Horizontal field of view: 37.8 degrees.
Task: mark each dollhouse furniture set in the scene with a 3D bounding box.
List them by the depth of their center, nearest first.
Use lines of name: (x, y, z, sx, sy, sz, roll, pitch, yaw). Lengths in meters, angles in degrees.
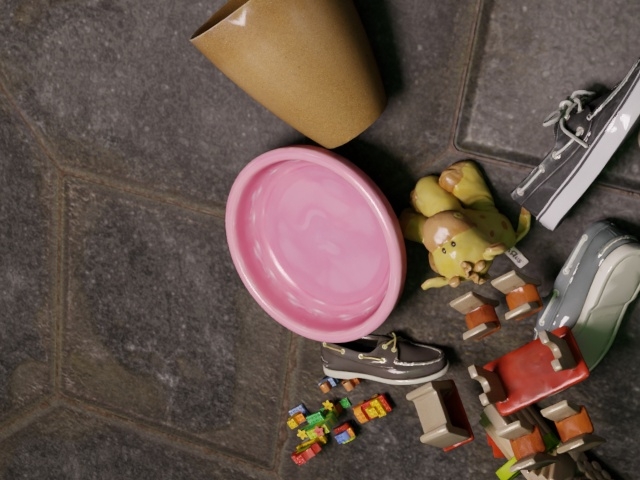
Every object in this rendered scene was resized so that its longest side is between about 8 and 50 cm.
dollhouse furniture set: (0.270, 0.216, 1.385, 0.259, 0.135, 0.262, -32, 62, 28)

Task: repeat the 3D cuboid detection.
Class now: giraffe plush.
giraffe plush: (0.207, 0.001, 1.393, 0.210, 0.170, 0.181, 31, 118, 9)

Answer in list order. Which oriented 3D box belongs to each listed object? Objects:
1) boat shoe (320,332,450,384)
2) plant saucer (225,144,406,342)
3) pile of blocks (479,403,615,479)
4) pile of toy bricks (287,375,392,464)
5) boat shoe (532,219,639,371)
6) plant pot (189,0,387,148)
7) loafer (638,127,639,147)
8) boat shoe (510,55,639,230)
boat shoe: (0.102, 0.191, 1.562, 0.228, 0.081, 0.068, -2, 113, 26)
plant saucer: (0.000, 0.000, 1.505, 0.332, 0.084, 0.332, 16, 120, 30)
pile of blocks: (0.380, 0.400, 1.489, 0.362, 0.149, 0.112, 40, 120, 4)
pile of toy bricks: (0.009, 0.315, 1.636, 0.212, 0.105, 0.118, -32, 95, 29)
boat shoe: (0.387, 0.110, 1.423, 0.099, 0.116, 0.319, 61, 140, 43)
plant pot: (-0.020, -0.270, 1.375, 0.237, 0.237, 0.254, -29, 112, 29)
loafer: (0.556, -0.114, 1.229, 0.269, 0.092, 0.101, 18, 76, 15)
boat shoe: (0.369, -0.152, 1.304, 0.105, 0.113, 0.306, 39, 135, 12)
